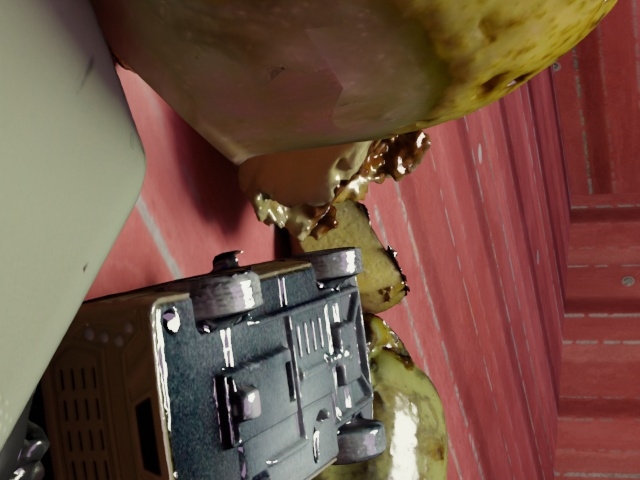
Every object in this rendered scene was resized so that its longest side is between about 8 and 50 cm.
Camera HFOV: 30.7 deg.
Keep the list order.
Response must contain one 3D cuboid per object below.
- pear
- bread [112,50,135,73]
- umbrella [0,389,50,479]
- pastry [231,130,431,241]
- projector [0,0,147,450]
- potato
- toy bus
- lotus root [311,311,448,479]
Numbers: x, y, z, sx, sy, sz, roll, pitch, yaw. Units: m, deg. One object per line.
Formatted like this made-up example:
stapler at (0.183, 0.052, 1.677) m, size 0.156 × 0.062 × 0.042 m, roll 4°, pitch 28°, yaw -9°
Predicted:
pear at (0.003, -0.164, 0.415) m, size 0.271 × 0.271 × 0.271 m, roll -2°, pitch 90°, yaw -72°
bread at (-0.107, -0.163, 0.742) m, size 0.072 × 0.053 × 0.106 m, roll 60°, pitch 39°, yaw -50°
umbrella at (-0.159, 0.124, 0.462) m, size 0.122 × 0.110 × 0.272 m, roll 49°, pitch 41°, yaw -64°
pastry at (0.016, -0.142, 0.904) m, size 0.256 × 0.170 × 0.236 m, roll -45°, pitch 166°, yaw -55°
projector at (-0.171, -0.012, 0.329) m, size 0.242 × 0.177 × 0.163 m, roll -71°, pitch 155°, yaw -45°
potato at (0.000, 0.000, 1.050) m, size 0.172 × 0.089 × 0.100 m, roll 60°, pitch -10°, yaw 14°
toy bus at (-0.069, 0.083, 0.670) m, size 0.289 × 0.157 × 0.139 m, roll -16°, pitch 99°, yaw -69°
lotus root at (-0.004, 0.204, 0.841) m, size 0.173 × 0.173 × 0.309 m, roll 60°, pitch 38°, yaw -55°
